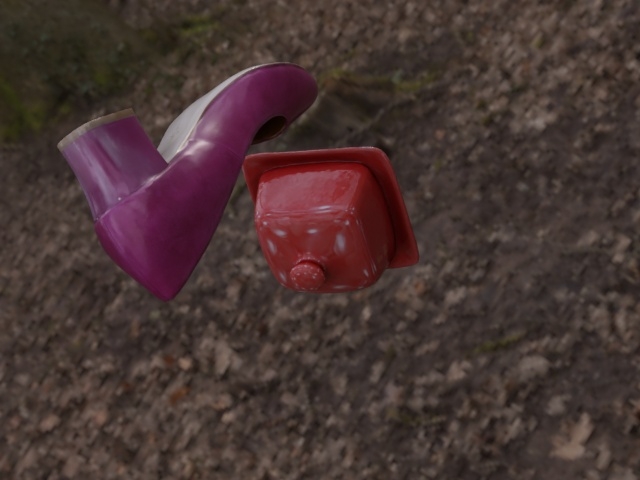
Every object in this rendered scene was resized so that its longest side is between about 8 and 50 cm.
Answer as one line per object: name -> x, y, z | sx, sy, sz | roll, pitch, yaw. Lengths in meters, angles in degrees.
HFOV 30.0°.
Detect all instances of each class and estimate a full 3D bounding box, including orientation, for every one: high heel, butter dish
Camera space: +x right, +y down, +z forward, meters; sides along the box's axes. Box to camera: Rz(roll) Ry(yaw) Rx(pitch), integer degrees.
high heel -> -0.059, -0.046, 0.795 | 0.082, 0.117, 0.244 | -32, -3, 34
butter dish -> 0.000, 0.000, 1.174 | 0.159, 0.160, 0.118 | -1, 42, 22
